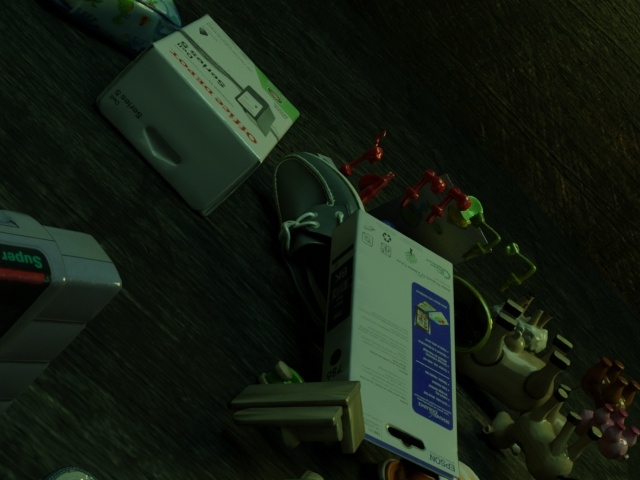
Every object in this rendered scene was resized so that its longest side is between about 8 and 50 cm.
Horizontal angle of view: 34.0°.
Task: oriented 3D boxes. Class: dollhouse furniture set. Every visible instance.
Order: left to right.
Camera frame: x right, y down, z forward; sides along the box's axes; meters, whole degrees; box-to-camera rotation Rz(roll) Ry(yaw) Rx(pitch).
[{"bbox_3d":[-0.029,0.235,1.036,0.144,0.123,0.151,-33,118,-70],"label":"dollhouse furniture set"}]

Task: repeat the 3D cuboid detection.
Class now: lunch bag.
[{"bbox_3d":[-0.302,-0.360,1.448,0.219,0.090,0.176,24,33,-51],"label":"lunch bag"}]

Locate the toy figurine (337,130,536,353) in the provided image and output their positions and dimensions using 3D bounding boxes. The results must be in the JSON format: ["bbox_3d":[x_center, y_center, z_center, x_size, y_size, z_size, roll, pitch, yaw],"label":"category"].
[{"bbox_3d":[0.169,0.030,1.596,0.362,0.191,0.217,42,-2,28],"label":"toy figurine"}]

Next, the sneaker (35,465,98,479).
[{"bbox_3d":[-0.138,0.243,0.637,0.110,0.122,0.283,38,22,-31],"label":"sneaker"}]

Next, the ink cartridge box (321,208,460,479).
[{"bbox_3d":[0.084,0.128,1.247,0.165,0.065,0.333,31,40,-24],"label":"ink cartridge box"}]

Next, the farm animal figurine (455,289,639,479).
[{"bbox_3d":[0.325,0.242,1.609,0.327,0.172,0.330,43,24,21],"label":"farm animal figurine"}]

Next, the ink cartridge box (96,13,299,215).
[{"bbox_3d":[-0.152,-0.174,1.390,0.198,0.114,0.273,46,20,-9],"label":"ink cartridge box"}]

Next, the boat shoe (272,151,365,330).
[{"bbox_3d":[0.000,0.000,1.402,0.099,0.116,0.320,22,39,-53],"label":"boat shoe"}]

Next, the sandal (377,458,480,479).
[{"bbox_3d":[0.168,0.307,1.250,0.265,0.076,0.102,31,26,-41],"label":"sandal"}]

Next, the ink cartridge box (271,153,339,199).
[{"bbox_3d":[0.022,-0.013,1.495,0.207,0.097,0.046,57,21,23],"label":"ink cartridge box"}]

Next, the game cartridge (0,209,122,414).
[{"bbox_3d":[-0.282,0.062,0.503,0.355,0.230,0.068,13,41,-59],"label":"game cartridge"}]

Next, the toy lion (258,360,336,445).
[{"bbox_3d":[-0.016,0.183,1.160,0.100,0.034,0.096,56,13,18],"label":"toy lion"}]

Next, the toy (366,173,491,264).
[{"bbox_3d":[0.181,-0.025,1.670,0.056,0.237,0.137,-34,94,-27],"label":"toy"}]
